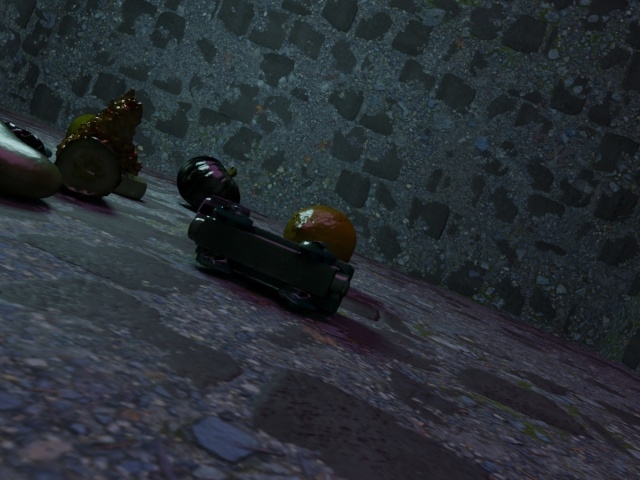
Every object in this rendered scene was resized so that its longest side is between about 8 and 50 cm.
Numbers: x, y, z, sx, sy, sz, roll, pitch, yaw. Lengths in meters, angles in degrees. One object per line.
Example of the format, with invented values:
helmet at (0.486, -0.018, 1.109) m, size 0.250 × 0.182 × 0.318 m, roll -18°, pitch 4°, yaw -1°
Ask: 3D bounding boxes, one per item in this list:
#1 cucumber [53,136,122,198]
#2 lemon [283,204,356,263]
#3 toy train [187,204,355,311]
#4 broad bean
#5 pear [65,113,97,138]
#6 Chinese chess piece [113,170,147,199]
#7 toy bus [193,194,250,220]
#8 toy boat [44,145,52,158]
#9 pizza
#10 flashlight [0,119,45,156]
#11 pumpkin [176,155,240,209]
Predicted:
cucumber at (-0.518, -0.160, 1.184) m, size 0.134 × 0.134 × 0.244 m, roll 21°, pitch 0°, yaw -21°
lemon at (0.000, 0.000, 1.381) m, size 0.188 × 0.188 × 0.257 m, roll 24°, pitch 1°, yaw 25°
toy train at (-0.084, 0.036, 0.943) m, size 0.298 × 0.119 × 0.194 m, roll 23°, pitch -4°, yaw 11°
broad bean at (-0.558, -0.145, 0.877) m, size 0.263 × 0.121 × 0.189 m, roll 37°, pitch -1°, yaw 4°
pear at (-0.699, -0.297, 1.644) m, size 0.198 × 0.198 × 0.198 m, roll 22°, pitch 3°, yaw -1°
Chinese chess piece at (-0.562, -0.165, 1.475) m, size 0.144 × 0.058 × 0.144 m, roll 22°, pitch 4°, yaw -2°
toy bus at (-0.236, -0.048, 1.278) m, size 0.096 × 0.108 × 0.199 m, roll 22°, pitch 3°, yaw 3°
toy boat at (-0.842, -0.284, 1.428) m, size 0.134 × 0.078 × 0.208 m, roll 29°, pitch 5°, yaw 42°
pizza at (-0.588, -0.273, 1.530) m, size 0.074 × 0.288 × 0.251 m, roll 43°, pitch -9°, yaw 26°
flashlight at (-0.713, -0.226, 1.181) m, size 0.103 × 0.103 × 0.424 m, roll 19°, pitch 3°, yaw -42°
pumpkin at (-0.383, -0.191, 1.861) m, size 0.249 × 0.216 × 0.250 m, roll 56°, pitch -1°, yaw 1°
